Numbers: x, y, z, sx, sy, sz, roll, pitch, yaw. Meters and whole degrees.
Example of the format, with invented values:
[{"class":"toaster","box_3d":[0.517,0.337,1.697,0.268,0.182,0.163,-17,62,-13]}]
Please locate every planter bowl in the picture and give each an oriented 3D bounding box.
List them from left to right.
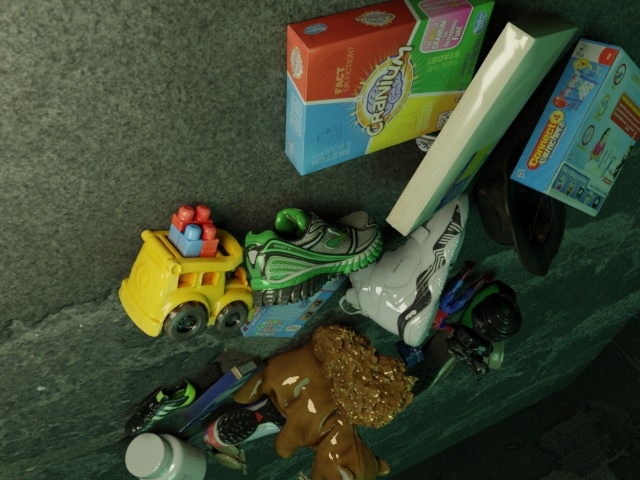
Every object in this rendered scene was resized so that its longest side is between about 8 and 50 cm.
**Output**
[{"class":"planter bowl","box_3d":[0.550,0.360,2.112,0.109,0.162,0.162,3,141,-3]}]

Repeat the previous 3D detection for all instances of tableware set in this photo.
[{"class":"tableware set","box_3d":[-0.267,0.610,1.784,0.194,0.128,0.039,95,15,-49]}]

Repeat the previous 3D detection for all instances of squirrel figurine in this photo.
[{"class":"squirrel figurine","box_3d":[0.046,0.430,1.538,0.397,0.370,0.281,-45,146,17]}]

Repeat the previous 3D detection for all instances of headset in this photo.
[{"class":"headset","box_3d":[0.442,0.248,1.753,0.243,0.185,0.394,-55,-176,28]}]

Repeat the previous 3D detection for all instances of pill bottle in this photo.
[{"class":"pill bottle","box_3d":[-0.393,0.564,1.559,0.131,0.131,0.229,-32,148,-3]}]

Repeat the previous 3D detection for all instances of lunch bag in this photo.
[{"class":"lunch bag","box_3d":[0.284,0.346,1.920,0.065,0.067,0.098,-30,146,-6]}]

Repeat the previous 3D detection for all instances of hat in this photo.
[{"class":"hat","box_3d":[0.447,-0.079,1.417,0.331,0.134,0.331,-1,91,-48]}]

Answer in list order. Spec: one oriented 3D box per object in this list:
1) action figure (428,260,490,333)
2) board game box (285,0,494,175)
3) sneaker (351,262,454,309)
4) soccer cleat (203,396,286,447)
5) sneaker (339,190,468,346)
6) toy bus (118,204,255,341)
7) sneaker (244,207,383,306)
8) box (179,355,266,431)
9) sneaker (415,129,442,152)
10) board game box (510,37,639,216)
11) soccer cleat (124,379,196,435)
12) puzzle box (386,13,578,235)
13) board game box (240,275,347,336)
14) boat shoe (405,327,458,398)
[{"class":"action figure","box_3d":[0.357,0.198,1.737,0.280,0.091,0.139,-56,175,33]},{"class":"board game box","box_3d":[0.099,-0.251,0.966,0.316,0.064,0.242,-21,146,-19]},{"class":"sneaker","box_3d":[0.193,0.086,1.494,0.279,0.107,0.118,-25,166,-7]},{"class":"soccer cleat","box_3d":[-0.176,0.502,1.717,0.318,0.109,0.116,-6,162,-41]},{"class":"sneaker","box_3d":[0.186,0.030,1.347,0.137,0.210,0.366,62,49,-69]},{"class":"toy bus","box_3d":[-0.203,0.042,1.044,0.220,0.149,0.211,0,119,-44]},{"class":"sneaker","box_3d":[0.000,0.000,1.129,0.134,0.146,0.343,-4,-166,37]},{"class":"box","box_3d":[-0.244,0.368,1.478,0.225,0.036,0.136,-44,168,14]},{"class":"sneaker","box_3d":[0.202,-0.189,1.153,0.135,0.052,0.058,2,138,-42]},{"class":"board game box","box_3d":[0.569,-0.223,1.301,0.308,0.086,0.302,12,107,-48]},{"class":"soccer cleat","box_3d":[-0.373,0.380,1.410,0.179,0.060,0.072,-30,140,-17]},{"class":"puzzle box","box_3d":[0.287,-0.207,1.110,0.272,0.052,0.409,-31,156,-50]},{"class":"board game box","box_3d":[-0.060,0.135,1.365,0.160,0.039,0.211,11,126,-49]},{"class":"boat shoe","box_3d":[0.385,0.419,2.060,0.116,0.123,0.324,6,132,-48]}]
